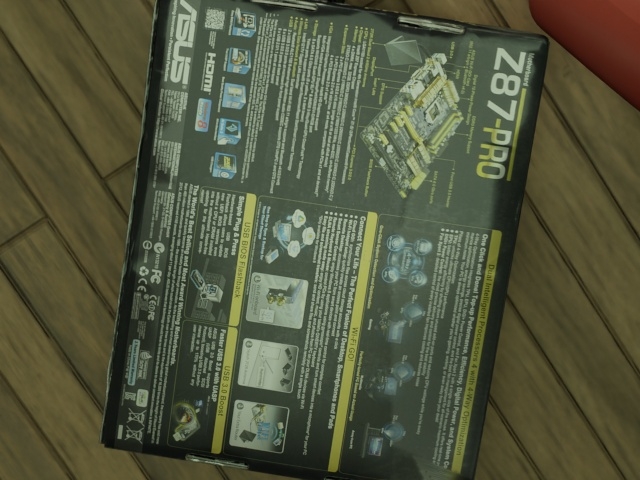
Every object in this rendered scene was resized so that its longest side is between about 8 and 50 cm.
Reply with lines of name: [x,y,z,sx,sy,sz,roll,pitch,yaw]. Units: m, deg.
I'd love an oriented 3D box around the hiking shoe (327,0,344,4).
hiking shoe: [-0.095,-0.280,1.199,0.304,0.113,0.132,15,111,-19]

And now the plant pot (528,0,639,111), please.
plant pot: [0.309,-0.194,1.127,0.243,0.275,0.275,35,105,24]

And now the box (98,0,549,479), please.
box: [0.000,0.000,1.243,0.318,0.097,0.395,8,100,3]
